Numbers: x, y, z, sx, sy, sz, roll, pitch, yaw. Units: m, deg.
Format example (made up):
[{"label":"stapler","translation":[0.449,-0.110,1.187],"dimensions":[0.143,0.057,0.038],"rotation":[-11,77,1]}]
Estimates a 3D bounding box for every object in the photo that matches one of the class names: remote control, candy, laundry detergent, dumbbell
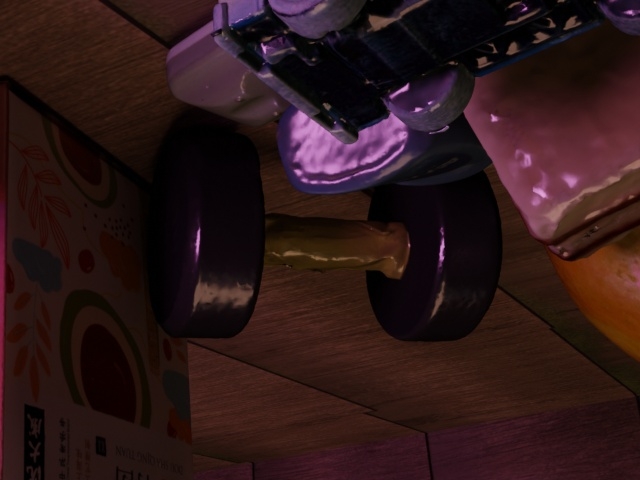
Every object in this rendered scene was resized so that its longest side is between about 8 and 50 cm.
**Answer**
[{"label":"remote control","translation":[0.023,-0.173,0.890],"dimensions":[0.335,0.065,0.128],"rotation":[-23,154,40]},{"label":"candy","translation":[0.258,-0.133,0.799],"dimensions":[0.321,0.179,0.135],"rotation":[-28,154,16]},{"label":"laundry detergent","translation":[0.088,-0.089,0.997],"dimensions":[0.143,0.094,0.290],"rotation":[-23,171,29]},{"label":"dumbbell","translation":[0.000,0.000,1.142],"dimensions":[0.323,0.203,0.204],"rotation":[3,158,-20]}]

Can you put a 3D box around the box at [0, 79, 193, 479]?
[{"label":"box","translation":[-0.253,0.097,1.087],"dimensions":[0.122,0.385,0.344],"rotation":[-13,157,17]}]

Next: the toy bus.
[{"label":"toy bus","translation":[0.097,-0.200,0.633],"dimensions":[0.312,0.190,0.152],"rotation":[-21,146,27]}]

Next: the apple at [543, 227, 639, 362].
[{"label":"apple","translation":[0.384,-0.042,1.005],"dimensions":[0.374,0.374,0.384],"rotation":[-29,-172,47]}]
